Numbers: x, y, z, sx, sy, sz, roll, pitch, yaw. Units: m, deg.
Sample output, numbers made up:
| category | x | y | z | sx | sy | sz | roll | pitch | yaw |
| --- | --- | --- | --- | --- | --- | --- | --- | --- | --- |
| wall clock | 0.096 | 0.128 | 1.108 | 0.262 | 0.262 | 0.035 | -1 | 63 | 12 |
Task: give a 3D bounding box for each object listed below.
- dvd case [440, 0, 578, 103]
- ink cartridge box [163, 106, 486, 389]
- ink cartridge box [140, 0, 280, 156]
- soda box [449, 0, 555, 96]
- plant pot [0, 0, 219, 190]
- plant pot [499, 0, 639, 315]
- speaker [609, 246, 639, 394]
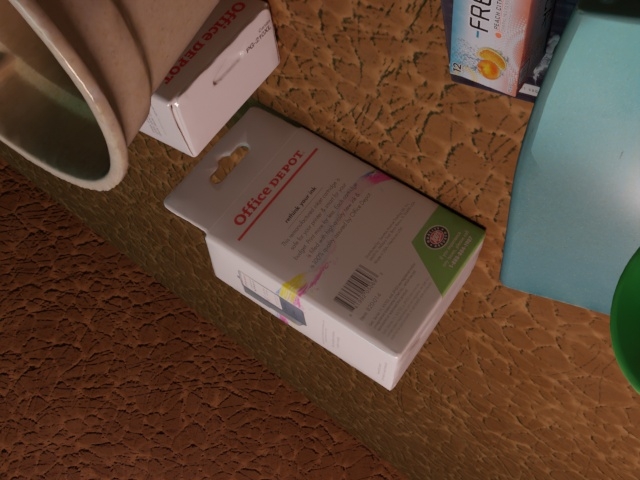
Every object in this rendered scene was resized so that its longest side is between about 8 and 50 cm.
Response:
| category | x | y | z | sx | sy | sz | roll | pitch | yaw |
| --- | --- | --- | --- | --- | --- | --- | --- | --- | --- |
| dvd case | 0.167 | -0.192 | 0.610 | 0.165 | 0.018 | 0.221 | 23 | 153 | 30 |
| ink cartridge box | 0.000 | 0.000 | 0.989 | 0.353 | 0.207 | 0.119 | 32 | 156 | 16 |
| ink cartridge box | -0.191 | -0.223 | 0.888 | 0.237 | 0.172 | 0.100 | 28 | 156 | 22 |
| soda box | 0.135 | -0.192 | 0.557 | 0.063 | 0.058 | 0.183 | 28 | 154 | 21 |
| plant pot | -0.192 | -0.264 | 0.631 | 0.334 | 0.305 | 0.334 | 32 | 158 | 15 |
| plant pot | 0.231 | -0.080 | 0.534 | 0.166 | 0.165 | 0.234 | 16 | 143 | 24 |
| speaker | 0.307 | 0.076 | 0.459 | 0.297 | 0.131 | 0.131 | 19 | 170 | -32 |
